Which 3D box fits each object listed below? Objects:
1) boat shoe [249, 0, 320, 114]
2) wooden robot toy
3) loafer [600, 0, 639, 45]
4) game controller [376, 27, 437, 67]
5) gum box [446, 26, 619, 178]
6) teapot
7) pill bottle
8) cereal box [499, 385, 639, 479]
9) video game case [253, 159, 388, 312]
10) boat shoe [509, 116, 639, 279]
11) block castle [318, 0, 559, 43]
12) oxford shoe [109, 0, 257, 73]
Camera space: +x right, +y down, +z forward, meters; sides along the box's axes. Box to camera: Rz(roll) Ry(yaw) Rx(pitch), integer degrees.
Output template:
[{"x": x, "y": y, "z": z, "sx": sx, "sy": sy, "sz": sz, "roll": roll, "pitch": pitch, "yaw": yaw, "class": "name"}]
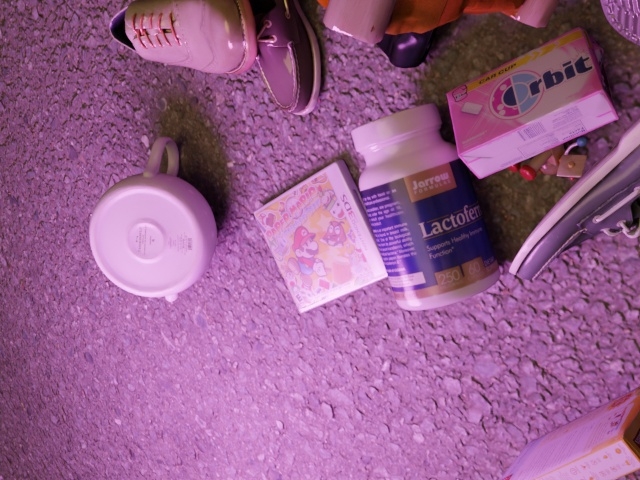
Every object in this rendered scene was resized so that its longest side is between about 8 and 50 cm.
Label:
[{"x": -0.084, "y": -0.354, "z": 1.092, "sx": 0.117, "sy": 0.097, "sz": 0.324, "roll": -2, "pitch": 103, "yaw": 40, "class": "boat shoe"}, {"x": 0.279, "y": -0.107, "z": 0.896, "sx": 0.076, "sy": 0.079, "sz": 0.173, "roll": -49, "pitch": 47, "yaw": 0, "class": "wooden robot toy"}, {"x": 0.408, "y": -0.241, "z": 0.689, "sx": 0.251, "sy": 0.087, "sz": 0.094, "roll": 22, "pitch": 152, "yaw": 37, "class": "loafer"}, {"x": 0.048, "y": -0.383, "z": 0.965, "sx": 0.319, "sy": 0.067, "sz": 0.166, "roll": 53, "pitch": 173, "yaw": 13, "class": "game controller"}, {"x": 0.256, "y": -0.167, "z": 0.843, "sx": 0.188, "sy": 0.062, "sz": 0.107, "roll": -23, "pitch": 52, "yaw": 29, "class": "gum box"}, {"x": -0.308, "y": -0.026, "z": 1.347, "sx": 0.256, "sy": 0.187, "sz": 0.252, "roll": -41, "pitch": 97, "yaw": 14, "class": "teapot"}, {"x": 0.142, "y": -0.048, "z": 0.975, "sx": 0.153, "sy": 0.153, "sz": 0.264, "roll": -16, "pitch": 95, "yaw": 42, "class": "pill bottle"}, {"x": 0.340, "y": 0.280, "z": 0.913, "sx": 0.047, "sy": 0.173, "sz": 0.240, "roll": 53, "pitch": 131, "yaw": 11, "class": "cereal box"}, {"x": 0.000, "y": 0.000, "z": 1.195, "sx": 0.227, "sy": 0.026, "sz": 0.206, "roll": -27, "pitch": 87, "yaw": 42, "class": "video game case"}, {"x": 0.352, "y": -0.046, "z": 0.828, "sx": 0.099, "sy": 0.116, "sz": 0.319, "roll": 43, "pitch": 123, "yaw": 9, "class": "boat shoe"}, {"x": 0.053, "y": -0.399, "z": 0.656, "sx": 0.453, "sy": 0.303, "sz": 0.212, "roll": 54, "pitch": 142, "yaw": 31, "class": "block castle"}, {"x": -0.225, "y": -0.327, "z": 1.110, "sx": 0.397, "sy": 0.147, "sz": 0.140, "roll": 22, "pitch": 124, "yaw": 56, "class": "oxford shoe"}]
